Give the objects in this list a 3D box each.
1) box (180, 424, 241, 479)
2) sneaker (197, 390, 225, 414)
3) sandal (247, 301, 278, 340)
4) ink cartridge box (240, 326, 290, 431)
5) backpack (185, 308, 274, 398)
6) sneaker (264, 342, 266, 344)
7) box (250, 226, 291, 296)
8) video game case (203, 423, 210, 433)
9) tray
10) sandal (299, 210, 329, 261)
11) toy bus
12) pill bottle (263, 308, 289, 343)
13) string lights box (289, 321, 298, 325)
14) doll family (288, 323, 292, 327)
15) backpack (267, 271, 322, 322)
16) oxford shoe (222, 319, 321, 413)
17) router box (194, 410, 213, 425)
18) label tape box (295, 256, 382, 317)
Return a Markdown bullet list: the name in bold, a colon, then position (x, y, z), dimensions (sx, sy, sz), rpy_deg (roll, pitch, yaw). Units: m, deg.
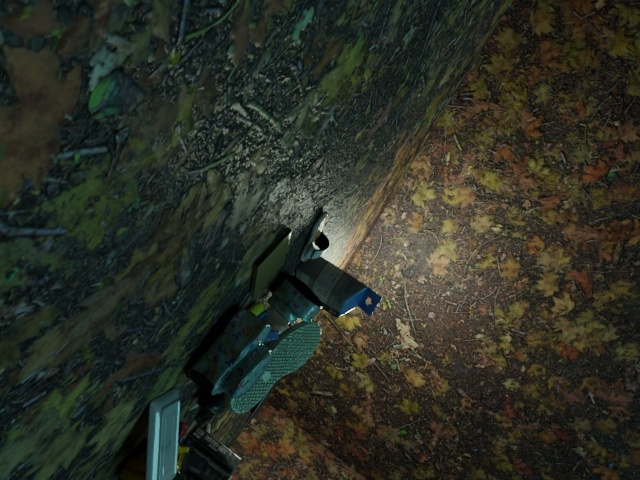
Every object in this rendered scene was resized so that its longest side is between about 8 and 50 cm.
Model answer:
- **box**: position (-0.508, 0.981, 2.080), dimensions (0.307, 0.242, 0.076), rpy_deg (-60, 170, 25)
- **sneaker**: position (-0.361, 0.530, 1.783), dimensions (0.286, 0.109, 0.130), rpy_deg (-54, 169, -76)
- **sandal**: position (-0.255, 0.366, 1.612), dimensions (0.317, 0.138, 0.126), rpy_deg (-54, 172, 1)
- **ink cartridge box**: position (-0.228, 0.561, 2.000), dimensions (0.308, 0.091, 0.385), rpy_deg (-58, 177, 17)
- **backpack**: position (-0.248, 0.338, 1.445), dimensions (0.253, 0.191, 0.225), rpy_deg (-59, 170, -11)
- **sneaker**: position (-0.273, 0.433, 1.807), dimensions (0.170, 0.063, 0.075), rpy_deg (-19, 135, -33)
- **box**: position (-0.153, 0.069, 1.464), dimensions (0.164, 0.021, 0.201), rpy_deg (-50, 169, -32)
- **video game case**: position (-0.557, 0.976, 2.231), dimensions (0.190, 0.022, 0.173), rpy_deg (-61, -161, 25)
- **tray**: position (-0.427, 0.557, 1.328), dimensions (0.145, 0.030, 0.270), rpy_deg (5, 88, -77)
- **sandal**: position (-0.005, 0.005, 1.797), dimensions (0.102, 0.076, 0.265), rpy_deg (-47, 167, -40)
- **toy bus**: position (-0.484, 0.653, 1.473), dimensions (0.220, 0.149, 0.211), rpy_deg (92, 20, -67)
- **pill bottle**: position (-0.211, 0.380, 1.907), dimensions (0.208, 0.119, 0.119), rpy_deg (-60, 169, 24)
- **string lights box**: position (-0.214, 0.511, 2.431), dimensions (0.133, 0.077, 0.260), rpy_deg (-40, 161, -53)
- **doll family**: position (-0.183, 0.385, 2.194), dimensions (0.111, 0.076, 0.193), rpy_deg (-49, 166, -9)
- **backpack**: position (-0.091, 0.220, 1.752), dimensions (0.144, 0.188, 0.166), rpy_deg (-57, 171, -2)
- **oxford shoe**: position (-0.180, 0.432, 1.748), dimensions (0.449, 0.130, 0.169), rpy_deg (-37, 118, -28)
- **router box**: position (-0.440, 0.688, 1.959), dimensions (0.122, 0.038, 0.092), rpy_deg (-43, 174, 21)
- **label tape box**: position (0.061, 0.217, 2.004), dimensions (0.115, 0.347, 0.249), rpy_deg (-51, 169, -24)
